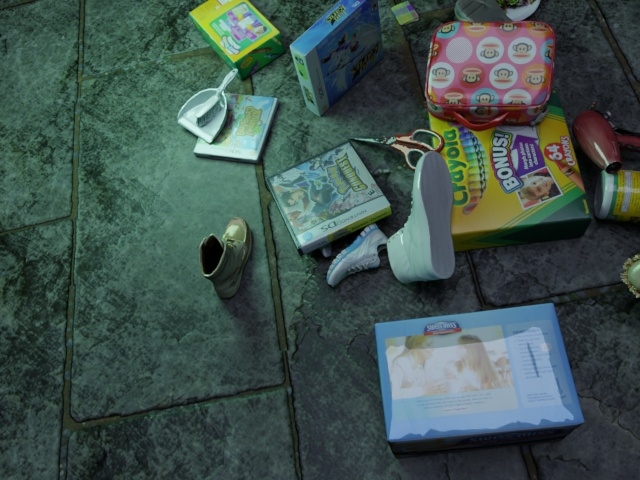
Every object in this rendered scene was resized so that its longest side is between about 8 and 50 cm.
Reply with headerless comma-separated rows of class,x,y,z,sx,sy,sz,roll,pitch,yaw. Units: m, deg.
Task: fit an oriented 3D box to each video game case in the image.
video game case,0.014,-0.114,1.495,0.248,0.035,0.275,-25,50,-2
video game case,0.053,-0.500,1.589,0.061,0.244,0.269,40,77,23
video game case,-0.235,-0.319,1.678,0.193,0.023,0.212,9,66,14

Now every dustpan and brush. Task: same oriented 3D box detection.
dustpan and brush,-0.296,-0.391,1.676,0.147,0.060,0.211,34,76,23

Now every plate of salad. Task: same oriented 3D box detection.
plate of salad,0.526,-0.701,1.711,0.199,0.048,0.200,-4,63,9

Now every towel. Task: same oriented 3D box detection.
towel,0.249,-0.670,1.768,0.060,0.009,0.083,-22,62,0

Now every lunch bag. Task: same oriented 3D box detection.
lunch bag,0.396,-0.379,1.413,0.293,0.120,0.258,7,78,16

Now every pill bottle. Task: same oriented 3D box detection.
pill bottle,0.735,-0.094,1.337,0.208,0.117,0.118,7,66,13

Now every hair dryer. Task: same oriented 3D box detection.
hair dryer,0.697,-0.240,1.382,0.223,0.080,0.293,30,48,24

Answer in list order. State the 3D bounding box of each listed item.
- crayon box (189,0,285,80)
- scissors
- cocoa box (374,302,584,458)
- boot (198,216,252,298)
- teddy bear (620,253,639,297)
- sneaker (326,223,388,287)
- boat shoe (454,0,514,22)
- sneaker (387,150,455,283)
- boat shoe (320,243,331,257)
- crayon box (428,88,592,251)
crayon box,-0.252,-0.627,1.798,0.165,0.081,0.278,-36,64,-7
scissors,0.186,-0.259,1.516,0.297,0.021,0.109,34,96,43
cocoa box,0.293,0.280,1.173,0.347,0.228,0.232,-8,63,7
boot,-0.228,0.015,1.433,0.077,0.165,0.213,5,67,12
teddy bear,0.754,0.006,1.164,0.245,0.113,0.338,17,72,50
sneaker,0.094,0.047,1.416,0.083,0.071,0.191,40,77,19
boat shoe,0.473,-0.499,1.578,0.132,0.130,0.355,-22,64,-6
sneaker,0.215,-0.047,1.369,0.108,0.169,0.293,10,74,-30
boat shoe,0.000,0.000,1.478,0.035,0.035,0.100,-27,63,28
crayon box,0.437,-0.171,1.435,0.313,0.106,0.363,-7,63,7
